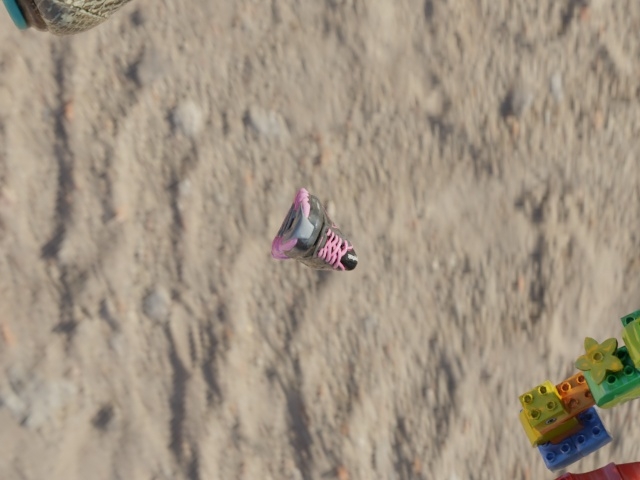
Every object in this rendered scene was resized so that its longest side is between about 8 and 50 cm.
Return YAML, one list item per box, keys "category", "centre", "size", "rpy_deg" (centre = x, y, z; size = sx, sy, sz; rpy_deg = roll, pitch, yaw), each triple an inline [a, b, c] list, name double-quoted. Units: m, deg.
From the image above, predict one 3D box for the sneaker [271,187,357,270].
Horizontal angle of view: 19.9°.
- category: "sneaker"
  centre: [0.000, 0.000, 1.181]
  size: [0.057, 0.119, 0.047]
  rpy_deg: [28, 88, 1]

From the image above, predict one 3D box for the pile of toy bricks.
- category: "pile of toy bricks"
  centre: [0.157, 0.044, 0.749]
  size: [0.212, 0.105, 0.118]
  rpy_deg: [-31, 60, 12]

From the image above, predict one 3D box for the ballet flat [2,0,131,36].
- category: "ballet flat"
  centre: [-0.218, -0.348, 1.133]
  size: [0.182, 0.483, 0.164]
  rpy_deg: [-28, 35, 3]
